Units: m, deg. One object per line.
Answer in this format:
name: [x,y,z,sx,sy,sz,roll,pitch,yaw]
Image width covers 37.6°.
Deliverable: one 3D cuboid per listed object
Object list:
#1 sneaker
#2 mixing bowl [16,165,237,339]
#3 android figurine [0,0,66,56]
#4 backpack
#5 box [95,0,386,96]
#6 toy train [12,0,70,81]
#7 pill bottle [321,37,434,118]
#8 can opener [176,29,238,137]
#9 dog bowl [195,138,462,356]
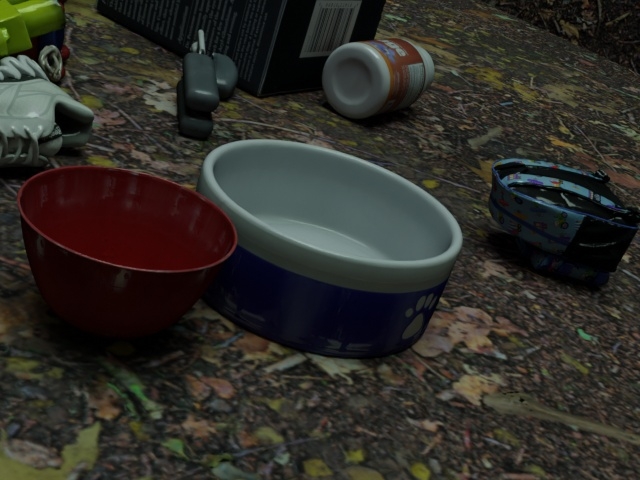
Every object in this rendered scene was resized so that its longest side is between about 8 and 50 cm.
sneaker: [-0.342,-0.119,0.969,0.118,0.110,0.292,31,27,8]
mixing bowl: [-0.170,0.019,0.792,0.181,0.098,0.181,16,24,-7]
android figurine: [-0.446,-0.243,1.098,0.273,0.056,0.248,-21,34,-20]
backpack: [0.289,-0.032,1.186,0.173,0.116,0.158,14,25,-10]
box: [-0.134,-0.427,1.613,0.395,0.212,0.293,32,28,26]
toy train: [-0.408,-0.262,1.230,0.143,0.105,0.248,1,28,-11]
pill bottle: [0.104,-0.273,1.561,0.121,0.121,0.216,28,26,22]
can opener: [-0.154,-0.224,1.339,0.095,0.076,0.283,10,27,-15]
dog bowl: [0.000,0.000,0.939,0.265,0.104,0.265,15,24,-7]
